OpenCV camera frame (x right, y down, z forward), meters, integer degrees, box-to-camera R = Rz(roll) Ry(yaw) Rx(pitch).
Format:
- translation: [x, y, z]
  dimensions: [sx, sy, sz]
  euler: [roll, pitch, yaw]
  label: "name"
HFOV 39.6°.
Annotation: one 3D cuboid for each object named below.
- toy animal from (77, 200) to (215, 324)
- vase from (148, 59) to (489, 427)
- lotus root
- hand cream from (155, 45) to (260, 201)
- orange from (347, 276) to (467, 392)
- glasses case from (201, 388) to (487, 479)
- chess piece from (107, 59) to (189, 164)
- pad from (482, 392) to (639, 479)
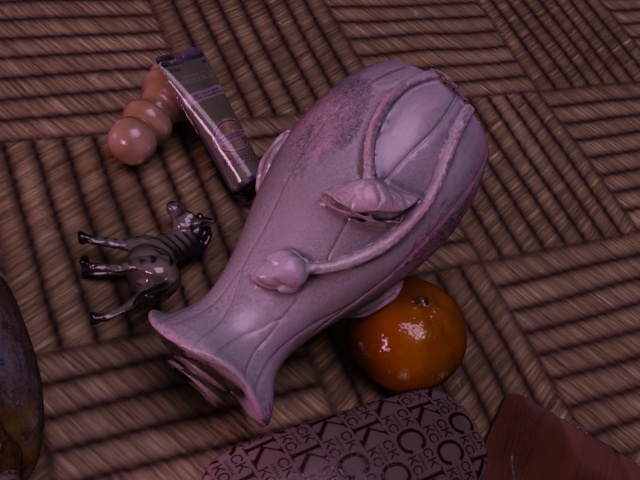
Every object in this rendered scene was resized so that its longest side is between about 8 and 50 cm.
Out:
- translation: [-0.208, 0.025, 1.101]
  dimensions: [0.175, 0.074, 0.217]
  euler: [-6, 25, -13]
  label: "toy animal"
- translation: [0.000, 0.000, 1.043]
  dimensions: [0.250, 0.250, 0.445]
  euler: [38, 75, 11]
  label: "vase"
- translation: [-0.381, 0.130, 0.920]
  dimensions: [0.174, 0.175, 0.350]
  euler: [-3, 50, -23]
  label: "lotus root"
- translation: [-0.147, -0.165, 1.260]
  dimensions: [0.086, 0.055, 0.235]
  euler: [-28, 91, -45]
  label: "hand cream"
- translation: [0.111, 0.116, 1.135]
  dimensions: [0.156, 0.124, 0.156]
  euler: [11, 49, -13]
  label: "orange"
- translation: [0.034, 0.266, 1.010]
  dimensions: [0.354, 0.085, 0.137]
  euler: [-11, 59, -28]
  label: "glasses case"
- translation: [-0.243, -0.176, 1.271]
  dimensions: [0.094, 0.094, 0.170]
  euler: [29, 56, 4]
  label: "chess piece"
- translation: [0.309, 0.355, 1.088]
  dimensions: [0.284, 0.018, 0.286]
  euler: [31, 49, 6]
  label: "pad"
